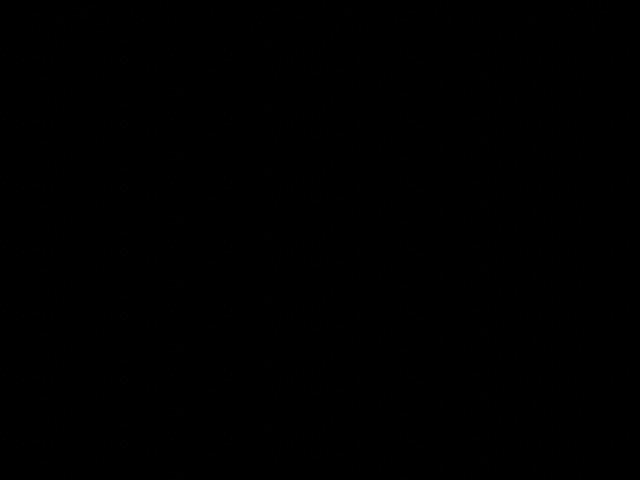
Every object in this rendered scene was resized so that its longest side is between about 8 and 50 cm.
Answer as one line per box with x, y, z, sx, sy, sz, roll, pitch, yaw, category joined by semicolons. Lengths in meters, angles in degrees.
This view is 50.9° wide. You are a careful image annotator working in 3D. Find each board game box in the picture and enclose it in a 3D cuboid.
0.000;0.000;0.168;0.356;0.356;0.356;62;148;14;board game box

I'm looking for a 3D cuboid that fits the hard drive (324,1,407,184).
0.020;-0.087;0.503;0.254;0.054;0.172;68;158;-2;hard drive
